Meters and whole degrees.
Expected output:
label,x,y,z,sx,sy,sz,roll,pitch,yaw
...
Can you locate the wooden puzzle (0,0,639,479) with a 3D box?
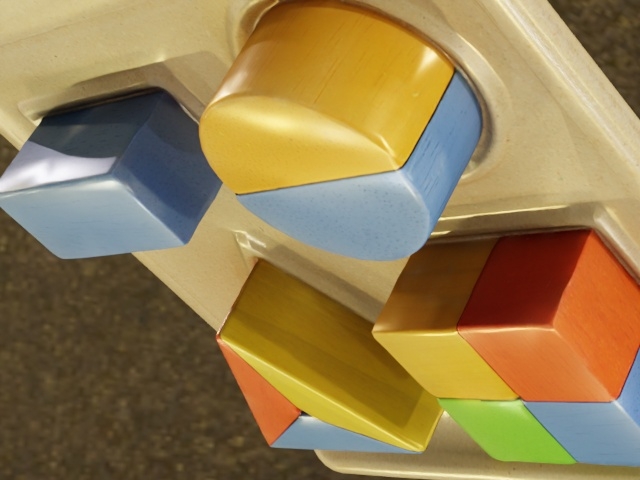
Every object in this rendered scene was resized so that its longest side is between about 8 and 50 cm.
label,x,y,z,sx,sy,sz,roll,pitch,yaw
wooden puzzle,0.000,0.000,0.635,0.322,0.348,0.080,-5,43,48
